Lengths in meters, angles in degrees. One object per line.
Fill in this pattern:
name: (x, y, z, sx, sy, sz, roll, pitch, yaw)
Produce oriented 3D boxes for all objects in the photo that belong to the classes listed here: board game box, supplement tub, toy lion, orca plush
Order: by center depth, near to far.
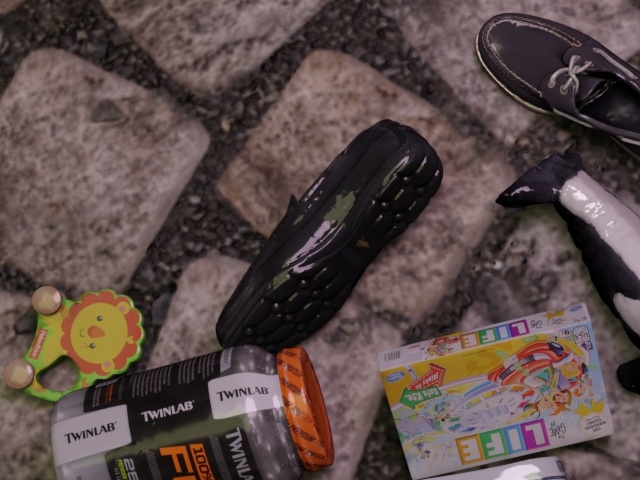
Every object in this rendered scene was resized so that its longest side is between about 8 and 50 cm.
orca plush: (0.232, 0.067, 1.050, 0.287, 0.151, 0.102, 42, 118, 14)
board game box: (0.128, 0.111, 1.060, 0.154, 0.026, 0.103, -15, 119, 6)
supplement tub: (-0.092, 0.146, 1.076, 0.190, 0.117, 0.117, -16, 74, 6)
toy lion: (-0.190, 0.084, 1.156, 0.096, 0.034, 0.100, 19, 81, 6)

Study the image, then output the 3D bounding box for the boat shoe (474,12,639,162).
boat shoe: (0.209, -0.122, 1.116, 0.206, 0.065, 0.075, 34, 84, 16)

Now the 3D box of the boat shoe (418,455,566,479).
boat shoe: (0.093, 0.214, 1.053, 0.183, 0.065, 0.083, -13, 73, 6)

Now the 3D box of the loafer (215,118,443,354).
loafer: (0.000, 0.000, 1.125, 0.223, 0.076, 0.078, -47, 43, 2)
